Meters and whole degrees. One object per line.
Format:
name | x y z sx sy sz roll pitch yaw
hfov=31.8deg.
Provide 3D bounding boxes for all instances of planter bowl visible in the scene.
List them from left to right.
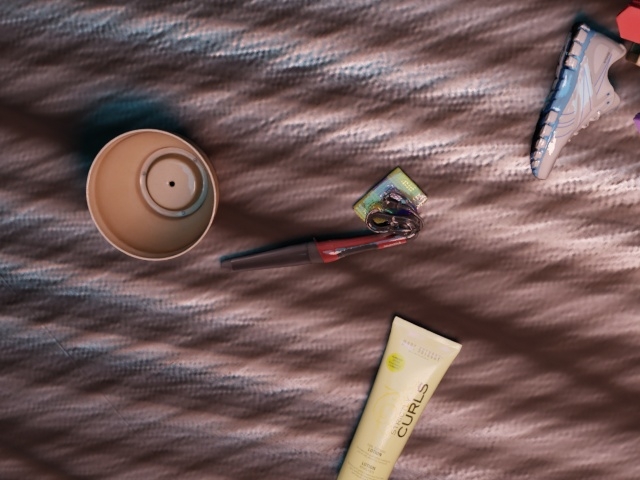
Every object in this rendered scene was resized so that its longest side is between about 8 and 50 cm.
planter bowl | -0.198 -0.065 1.406 0.162 0.109 0.162 2 102 8

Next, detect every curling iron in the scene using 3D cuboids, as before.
curling iron | 0.000 0.000 1.425 0.274 0.035 0.068 -15 107 19

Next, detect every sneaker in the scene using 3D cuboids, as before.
sneaker | 0.308 -0.156 1.332 0.083 0.071 0.190 19 105 -2

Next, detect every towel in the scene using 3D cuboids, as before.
towel | 0.087 -0.045 1.418 0.083 0.009 0.060 -44 92 14

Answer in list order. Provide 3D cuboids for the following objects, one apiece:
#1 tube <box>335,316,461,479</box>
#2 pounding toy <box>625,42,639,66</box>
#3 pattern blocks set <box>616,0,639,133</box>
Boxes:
tube | 0.091 0.222 1.453 0.070 0.062 0.240 16 102 -37
pounding toy | 0.426 -0.243 1.261 0.100 0.130 0.141 26 105 2
pattern blocks set | 0.483 -0.142 1.166 0.325 0.026 0.285 1 126 34
